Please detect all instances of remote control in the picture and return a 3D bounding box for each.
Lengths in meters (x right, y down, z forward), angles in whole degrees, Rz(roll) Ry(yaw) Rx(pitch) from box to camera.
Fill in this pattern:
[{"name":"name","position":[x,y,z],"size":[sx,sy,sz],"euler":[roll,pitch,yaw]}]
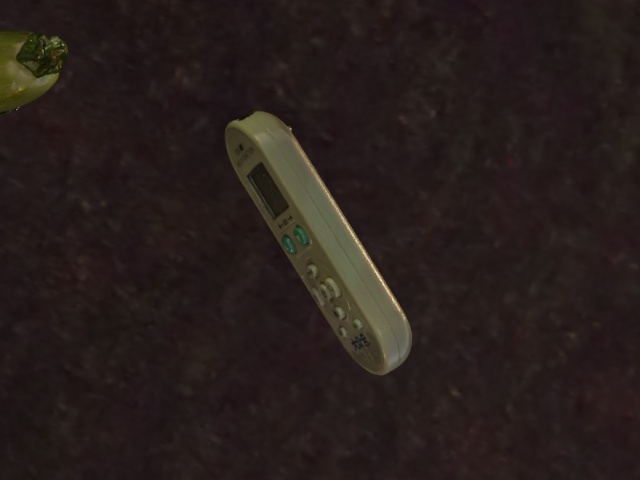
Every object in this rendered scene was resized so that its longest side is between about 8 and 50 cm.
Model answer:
[{"name":"remote control","position":[0.000,0.000,1.040],"size":[0.042,0.078,0.221],"euler":[-30,88,-20]}]

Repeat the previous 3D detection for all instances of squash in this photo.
[{"name":"squash","position":[-0.282,-0.146,1.216],"size":[0.090,0.200,0.075],"euler":[-5,97,-51]}]
